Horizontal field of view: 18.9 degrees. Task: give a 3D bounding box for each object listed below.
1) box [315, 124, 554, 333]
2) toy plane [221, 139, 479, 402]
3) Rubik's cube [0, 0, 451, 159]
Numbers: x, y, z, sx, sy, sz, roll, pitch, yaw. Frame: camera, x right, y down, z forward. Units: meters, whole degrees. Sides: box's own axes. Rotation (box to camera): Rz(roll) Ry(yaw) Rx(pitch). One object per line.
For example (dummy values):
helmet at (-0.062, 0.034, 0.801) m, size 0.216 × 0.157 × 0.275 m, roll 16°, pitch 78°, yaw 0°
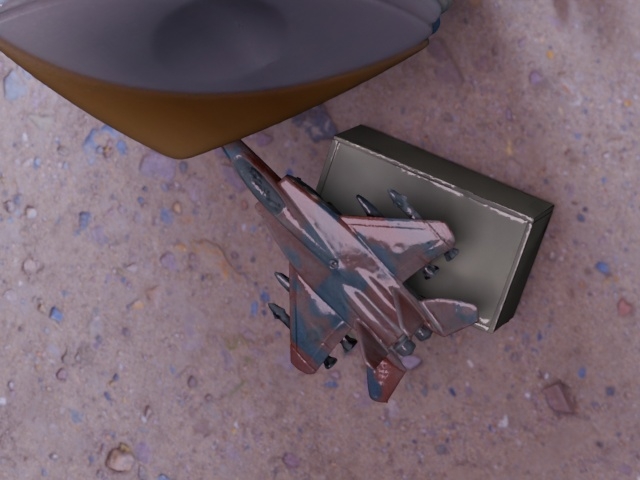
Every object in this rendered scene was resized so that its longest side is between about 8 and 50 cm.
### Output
box at (0.108, -0.014, 1.973) m, size 0.225 × 0.086 × 0.129 m, roll 24°, pitch 109°, yaw 16°
toy plane at (0.003, -0.001, 1.917) m, size 0.223 × 0.104 × 0.326 m, roll -43°, pitch 80°, yaw 23°
Rubik's cube at (-0.116, -0.323, 1.797) m, size 0.352 × 0.347 × 0.351 m, roll -23°, pitch 57°, yaw 23°
